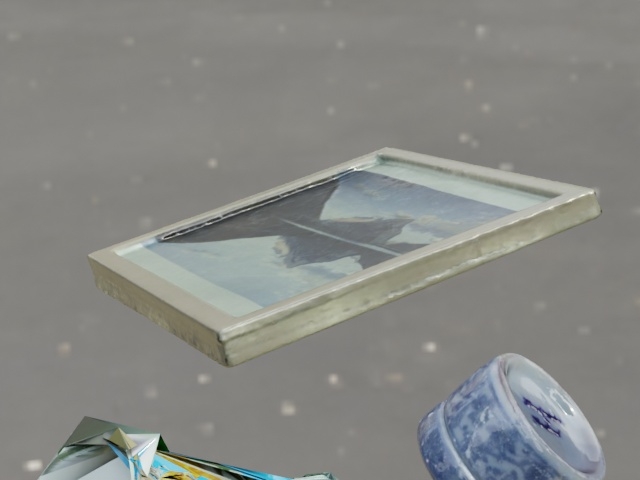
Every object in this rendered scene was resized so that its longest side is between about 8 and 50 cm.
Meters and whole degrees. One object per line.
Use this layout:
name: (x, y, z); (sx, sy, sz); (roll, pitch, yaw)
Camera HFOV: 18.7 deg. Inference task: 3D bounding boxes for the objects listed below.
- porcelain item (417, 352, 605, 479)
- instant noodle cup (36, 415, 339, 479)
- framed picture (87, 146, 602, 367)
porcelain item: (0.165, 0.186, 1.711); (0.114, 0.147, 0.147); (-41, 7, 22)
instant noodle cup: (-0.101, 0.243, 1.310); (0.178, 0.240, 0.240); (25, 6, -30)
framed picture: (0.000, 0.000, 0.760); (0.150, 0.015, 0.203); (-21, 13, -15)
